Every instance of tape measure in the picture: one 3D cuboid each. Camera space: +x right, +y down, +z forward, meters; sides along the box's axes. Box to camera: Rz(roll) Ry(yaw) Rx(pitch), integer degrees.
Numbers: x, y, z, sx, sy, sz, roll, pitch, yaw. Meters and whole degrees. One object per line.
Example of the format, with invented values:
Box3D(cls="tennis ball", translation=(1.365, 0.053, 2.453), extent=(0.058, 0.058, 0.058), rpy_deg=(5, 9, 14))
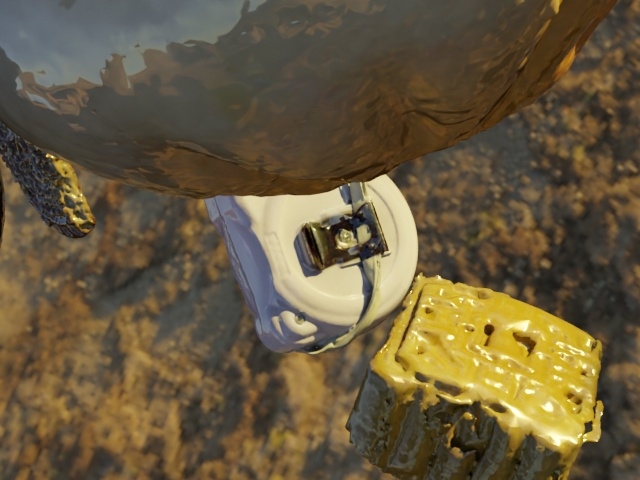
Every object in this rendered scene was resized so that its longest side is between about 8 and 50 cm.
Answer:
Box3D(cls="tape measure", translation=(0.002, -0.004, 1.220), extent=(0.196, 0.178, 0.105), rpy_deg=(63, 152, 3))

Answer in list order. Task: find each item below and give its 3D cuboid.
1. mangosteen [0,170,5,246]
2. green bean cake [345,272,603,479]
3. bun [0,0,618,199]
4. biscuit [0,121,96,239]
Box3D(cls="mangosteen", translation=(-0.220, -0.025, 0.588), extent=(0.172, 0.173, 0.184), rpy_deg=(-103, 23, -47))
Box3D(cls="green bean cake", translation=(0.158, 0.146, 1.322), extent=(0.229, 0.224, 0.131), rpy_deg=(-59, -12, -58))
Box3D(cls="bun", translation=(0.014, -0.107, 0.516), extent=(0.299, 0.164, 0.299), rpy_deg=(-24, 19, 9))
Box3D(cls="biscuit", translation=(-0.252, -0.091, 1.134), extent=(0.025, 0.206, 0.126), rpy_deg=(-25, 3, -27))
